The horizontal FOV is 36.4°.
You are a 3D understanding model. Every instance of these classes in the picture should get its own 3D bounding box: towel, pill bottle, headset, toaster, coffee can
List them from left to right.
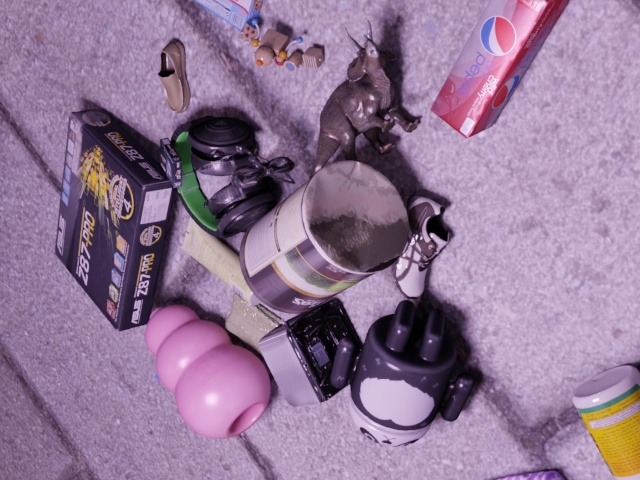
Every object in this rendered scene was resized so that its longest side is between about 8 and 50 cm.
[{"bbox_3d":[-0.191,-0.120,1.883,0.394,0.185,0.243,-4,107,52],"label":"headset"},{"bbox_3d":[-0.139,0.184,2.082,0.148,0.027,0.110,35,126,22],"label":"towel"},{"bbox_3d":[-0.013,0.215,1.899,0.110,0.168,0.185,-25,93,43],"label":"toaster"},{"bbox_3d":[0.000,0.000,1.728,0.201,0.201,0.275,59,147,2],"label":"coffee can"},{"bbox_3d":[0.503,0.317,1.564,0.117,0.117,0.208,-28,91,43],"label":"pill bottle"}]

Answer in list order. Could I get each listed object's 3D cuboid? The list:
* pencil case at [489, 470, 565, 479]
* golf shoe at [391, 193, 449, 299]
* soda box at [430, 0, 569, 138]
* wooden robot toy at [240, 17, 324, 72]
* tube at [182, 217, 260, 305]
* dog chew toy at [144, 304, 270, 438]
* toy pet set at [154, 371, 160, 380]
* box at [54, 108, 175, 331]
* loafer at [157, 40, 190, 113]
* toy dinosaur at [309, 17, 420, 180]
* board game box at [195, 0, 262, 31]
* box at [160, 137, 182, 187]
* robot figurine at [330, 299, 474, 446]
[{"bbox_3d":[0.352,0.475,1.774,0.206,0.088,0.086,-28,93,42],"label":"pencil case"},{"bbox_3d":[0.180,0.019,1.720,0.094,0.077,0.198,12,118,34],"label":"golf shoe"},{"bbox_3d":[0.275,-0.288,1.495,0.083,0.092,0.263,42,130,18],"label":"soda box"},{"bbox_3d":[-0.086,-0.333,1.760,0.173,0.079,0.076,25,146,12],"label":"wooden robot toy"},{"bbox_3d":[-0.206,0.044,2.060,0.240,0.062,0.070,37,85,27],"label":"tube"},{"bbox_3d":[-0.260,0.268,2.110,0.332,0.207,0.206,46,131,25],"label":"dog chew toy"},{"bbox_3d":[-0.323,0.320,2.264,0.114,0.065,0.122,23,122,30],"label":"toy pet set"},{"bbox_3d":[-0.463,-0.046,2.159,0.318,0.097,0.395,44,132,35],"label":"box"},{"bbox_3d":[-0.302,-0.328,1.971,0.056,0.050,0.148,11,115,35],"label":"loafer"},{"bbox_3d":[0.067,-0.224,1.699,0.160,0.121,0.313,58,139,19],"label":"toy dinosaur"},{"bbox_3d":[-0.162,-0.513,1.784,0.160,0.039,0.211,36,129,21],"label":"board game box"},{"bbox_3d":[-0.302,-0.158,1.969,0.083,0.018,0.067,56,150,38],"label":"box"},{"bbox_3d":[0.149,0.249,1.779,0.209,0.174,0.278,41,130,34],"label":"robot figurine"}]
